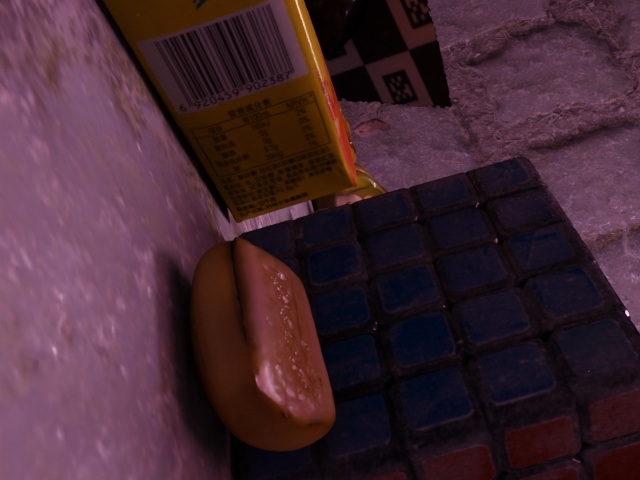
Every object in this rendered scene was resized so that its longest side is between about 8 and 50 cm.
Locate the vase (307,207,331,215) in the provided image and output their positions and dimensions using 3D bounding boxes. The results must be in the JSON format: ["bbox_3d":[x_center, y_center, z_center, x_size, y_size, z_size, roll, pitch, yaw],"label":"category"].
[{"bbox_3d":[0.000,0.000,0.950,0.149,0.081,0.081,-33,107,-81],"label":"vase"}]

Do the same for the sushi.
[{"bbox_3d":[-0.057,-0.260,0.659,0.320,0.069,0.339,17,-43,44],"label":"sushi"}]

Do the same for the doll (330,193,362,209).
[{"bbox_3d":[0.063,0.057,1.337,0.154,0.119,0.278,-89,171,-72],"label":"doll"}]

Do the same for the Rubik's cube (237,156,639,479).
[{"bbox_3d":[0.084,0.114,0.520,0.237,0.237,0.238,-99,171,-52],"label":"Rubik's cube"}]

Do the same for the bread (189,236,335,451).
[{"bbox_3d":[-0.038,0.057,0.389,0.082,0.056,0.115,33,32,-48],"label":"bread"}]

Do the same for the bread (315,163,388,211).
[{"bbox_3d":[0.079,-0.025,1.474,0.156,0.158,0.260,-78,149,-73],"label":"bread"}]

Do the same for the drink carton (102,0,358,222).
[{"bbox_3d":[-0.075,-0.176,0.479,0.351,0.111,0.154,65,9,-55],"label":"drink carton"}]

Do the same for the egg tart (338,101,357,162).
[{"bbox_3d":[-0.024,-0.251,1.296,0.290,0.115,0.290,-19,90,-85],"label":"egg tart"}]
